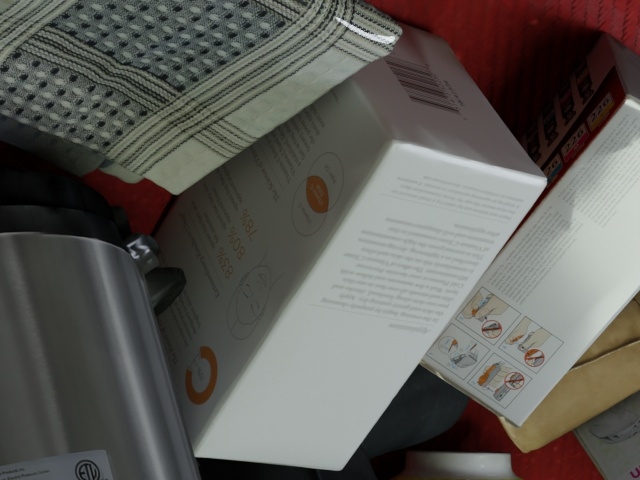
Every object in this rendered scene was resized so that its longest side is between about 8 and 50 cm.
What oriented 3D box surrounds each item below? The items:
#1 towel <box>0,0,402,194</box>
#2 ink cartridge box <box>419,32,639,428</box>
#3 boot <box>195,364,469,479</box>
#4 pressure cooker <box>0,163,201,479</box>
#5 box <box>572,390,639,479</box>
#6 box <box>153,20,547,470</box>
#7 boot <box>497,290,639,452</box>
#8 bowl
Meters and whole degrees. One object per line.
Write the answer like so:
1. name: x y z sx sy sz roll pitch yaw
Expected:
1. towel: -0.158 -0.141 1.221 0.312 0.056 0.324 22 145 -39
2. ink cartridge box: 0.225 -0.025 1.528 0.130 0.272 0.309 34 110 -10
3. boot: 0.061 0.273 1.508 0.367 0.445 0.146 3 126 -29
4. pressure cooker: -0.287 0.130 1.253 0.375 0.420 0.370 -23 163 15
5. box: 0.390 0.258 1.815 0.127 0.231 0.262 -37 134 6
6. box: 0.000 0.000 1.398 0.168 0.215 0.345 12 124 -35
7. boot: 0.277 0.077 1.689 0.269 0.089 0.236 -26 100 19
8. bowl: 0.149 0.307 1.764 0.289 0.289 0.156 5 83 -30
